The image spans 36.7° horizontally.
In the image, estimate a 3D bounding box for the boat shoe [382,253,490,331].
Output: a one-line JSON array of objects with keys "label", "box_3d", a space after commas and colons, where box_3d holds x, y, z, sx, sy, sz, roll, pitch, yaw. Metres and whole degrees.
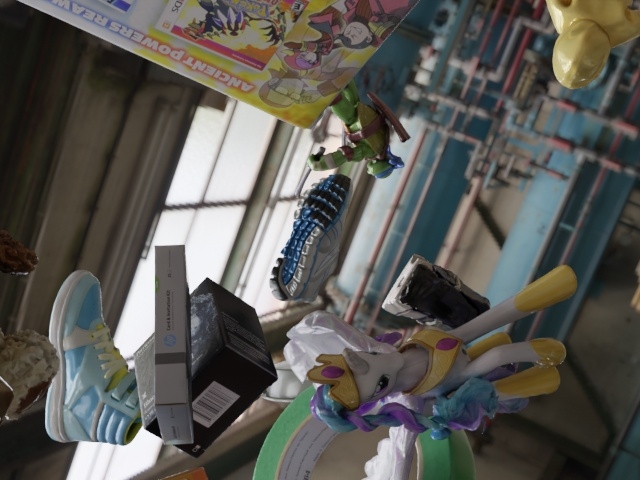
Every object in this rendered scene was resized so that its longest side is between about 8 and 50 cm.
[{"label": "boat shoe", "box_3d": [0.210, 0.114, 1.750, 0.158, 0.127, 0.340, 32, -178, 2]}]

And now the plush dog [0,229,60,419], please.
[{"label": "plush dog", "box_3d": [-0.423, 0.073, 1.012, 0.262, 0.225, 0.210, -11, -145, -42]}]

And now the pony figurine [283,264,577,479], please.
[{"label": "pony figurine", "box_3d": [0.113, 0.178, 1.189, 0.363, 0.351, 0.303, -12, -116, -24]}]

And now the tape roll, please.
[{"label": "tape roll", "box_3d": [0.054, 0.336, 1.328, 0.321, 0.321, 0.077, 34, 175, 46]}]

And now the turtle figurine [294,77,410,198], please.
[{"label": "turtle figurine", "box_3d": [0.016, -0.225, 1.831, 0.198, 0.266, 0.274, -35, -153, -25]}]

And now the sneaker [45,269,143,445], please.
[{"label": "sneaker", "box_3d": [-0.371, 0.218, 1.724, 0.208, 0.319, 0.127, 8, -169, 16]}]

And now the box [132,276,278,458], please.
[{"label": "box", "box_3d": [-0.151, 0.159, 1.226, 0.093, 0.156, 0.158, 37, -166, -30]}]

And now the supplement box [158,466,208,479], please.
[{"label": "supplement box", "box_3d": [-0.215, 0.312, 1.033, 0.233, 0.078, 0.080, -1, -113, -54]}]

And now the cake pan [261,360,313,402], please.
[{"label": "cake pan", "box_3d": [0.037, 0.239, 1.728, 0.293, 0.054, 0.293, -6, 179, 0]}]

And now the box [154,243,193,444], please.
[{"label": "box", "box_3d": [-0.164, 0.118, 1.081, 0.038, 0.186, 0.145, -1, 153, -6]}]

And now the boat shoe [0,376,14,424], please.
[{"label": "boat shoe", "box_3d": [-0.301, 0.114, 0.514, 0.089, 0.105, 0.285, 43, -156, 17]}]

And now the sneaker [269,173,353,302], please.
[{"label": "sneaker", "box_3d": [0.000, 0.000, 1.324, 0.071, 0.191, 0.083, 30, -175, 40]}]

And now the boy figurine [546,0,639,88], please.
[{"label": "boy figurine", "box_3d": [0.429, -0.351, 1.482, 0.177, 0.285, 0.092, 17, 151, 5]}]

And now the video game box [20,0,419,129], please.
[{"label": "video game box", "box_3d": [-0.041, -0.151, 0.393, 0.205, 0.187, 0.048, 22, -136, -25]}]
